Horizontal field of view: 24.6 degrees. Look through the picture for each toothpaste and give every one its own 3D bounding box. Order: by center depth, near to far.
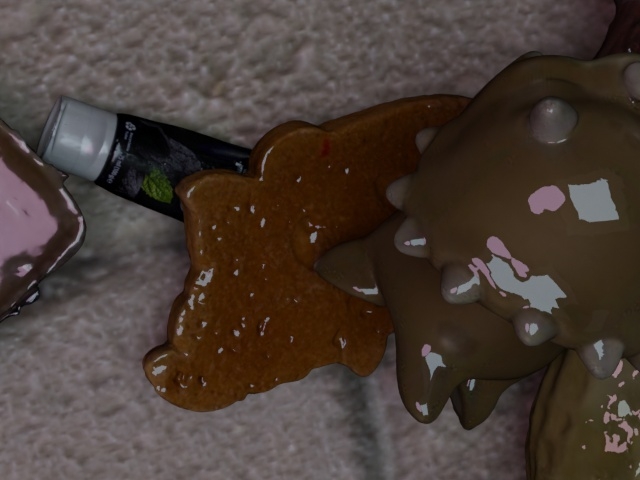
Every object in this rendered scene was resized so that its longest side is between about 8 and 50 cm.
[{"bbox_3d":[-0.078,-0.040,0.919,0.193,0.045,0.071,21,95,-19],"label":"toothpaste"}]

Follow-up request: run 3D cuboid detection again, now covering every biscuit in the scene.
[{"bbox_3d":[0.000,0.000,0.924,0.280,0.043,0.183,-44,119,-14],"label":"biscuit"}]

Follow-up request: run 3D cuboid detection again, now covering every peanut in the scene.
[{"bbox_3d":[0.220,0.096,0.934,0.174,0.158,0.340,17,99,-37],"label":"peanut"}]

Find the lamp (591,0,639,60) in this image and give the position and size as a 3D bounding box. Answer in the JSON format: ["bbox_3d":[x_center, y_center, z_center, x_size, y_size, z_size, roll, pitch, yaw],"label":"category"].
[{"bbox_3d":[0.262,-0.162,0.912,0.223,0.151,0.215,-19,58,14],"label":"lamp"}]

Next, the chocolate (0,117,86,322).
[{"bbox_3d":[-0.264,0.025,0.870,0.261,0.083,0.161,-43,93,0],"label":"chocolate"}]

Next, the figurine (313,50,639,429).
[{"bbox_3d":[0.109,0.011,0.802,0.247,0.173,0.177,-39,103,23],"label":"figurine"}]
